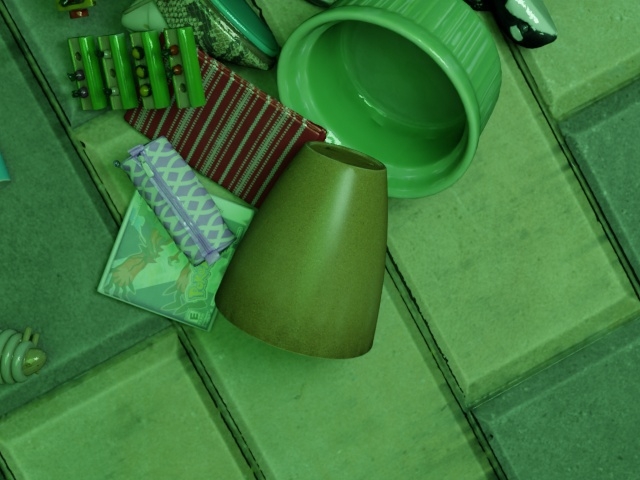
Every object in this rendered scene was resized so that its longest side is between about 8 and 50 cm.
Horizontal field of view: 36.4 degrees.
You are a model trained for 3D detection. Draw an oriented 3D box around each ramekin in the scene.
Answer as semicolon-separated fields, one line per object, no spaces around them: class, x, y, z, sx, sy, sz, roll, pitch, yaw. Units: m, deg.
ramekin;0.104;-0.220;1.365;0.303;0.303;0.148;40;53;-4

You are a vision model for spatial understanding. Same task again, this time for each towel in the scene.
towel;-0.143;-0.168;1.424;0.275;0.031;0.199;33;133;-3

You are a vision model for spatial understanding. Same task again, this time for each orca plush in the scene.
orca plush;0.237;-0.396;1.469;0.102;0.151;0.287;-36;98;29

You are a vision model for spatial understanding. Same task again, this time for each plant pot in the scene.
plant pot;0.000;0.000;1.360;0.237;0.237;0.254;17;107;-4

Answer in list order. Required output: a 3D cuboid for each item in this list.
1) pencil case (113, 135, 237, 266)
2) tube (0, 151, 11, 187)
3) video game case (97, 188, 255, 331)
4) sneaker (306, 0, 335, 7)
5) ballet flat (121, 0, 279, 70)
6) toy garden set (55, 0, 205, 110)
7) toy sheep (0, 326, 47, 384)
pencil case;-0.208;-0.058;1.428;0.086;0.088;0.206;-38;94;-4
tube;-0.525;-0.173;1.448;0.080;0.052;0.207;-24;87;-13
video game case;-0.219;0.015;1.484;0.183;0.023;0.201;20;90;-4
sneaker;-0.035;-0.410;1.471;0.152;0.054;0.061;36;86;-4
ballet flat;-0.257;-0.417;1.406;0.182;0.164;0.483;-31;103;17
toy garden set;-0.282;-0.282;1.361;0.244;0.049;0.204;4;111;37
toy sheep;-0.469;0.170;1.442;0.132;0.091;0.091;5;91;10
